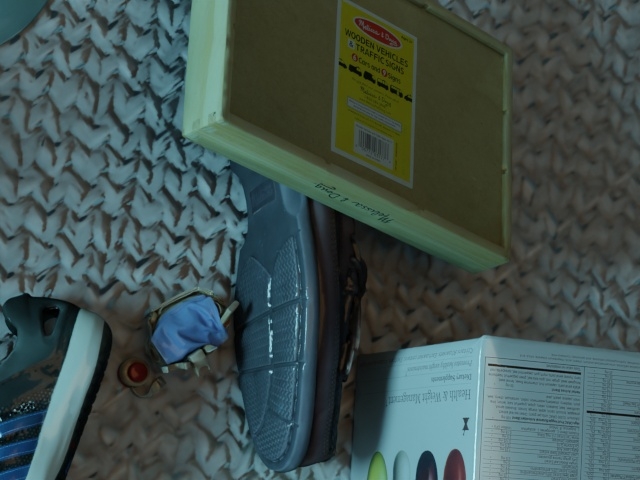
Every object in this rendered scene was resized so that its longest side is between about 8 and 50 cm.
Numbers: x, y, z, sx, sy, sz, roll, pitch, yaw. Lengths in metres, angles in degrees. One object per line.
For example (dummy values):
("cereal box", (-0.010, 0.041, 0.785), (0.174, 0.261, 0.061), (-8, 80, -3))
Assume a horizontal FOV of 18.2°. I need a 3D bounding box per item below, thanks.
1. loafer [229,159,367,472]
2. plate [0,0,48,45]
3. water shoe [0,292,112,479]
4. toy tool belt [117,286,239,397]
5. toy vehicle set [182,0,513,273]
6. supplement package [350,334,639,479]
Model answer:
("loafer", (0.000, 0.000, 1.323), (0.095, 0.109, 0.302), (1, 80, -27))
("plate", (-0.250, -0.209, 1.282), (0.188, 0.024, 0.188), (3, 83, -23))
("water shoe", (-0.197, 0.132, 1.249), (0.080, 0.073, 0.203), (20, 71, 2))
("toy tool belt", (-0.092, 0.066, 1.301), (0.083, 0.051, 0.052), (-38, 99, -22))
("toy vehicle set", (0.026, -0.099, 1.302), (0.267, 0.035, 0.166), (25, 58, -38))
("supplement package", (0.120, 0.174, 1.301), (0.149, 0.194, 0.203), (7, 80, -22))
